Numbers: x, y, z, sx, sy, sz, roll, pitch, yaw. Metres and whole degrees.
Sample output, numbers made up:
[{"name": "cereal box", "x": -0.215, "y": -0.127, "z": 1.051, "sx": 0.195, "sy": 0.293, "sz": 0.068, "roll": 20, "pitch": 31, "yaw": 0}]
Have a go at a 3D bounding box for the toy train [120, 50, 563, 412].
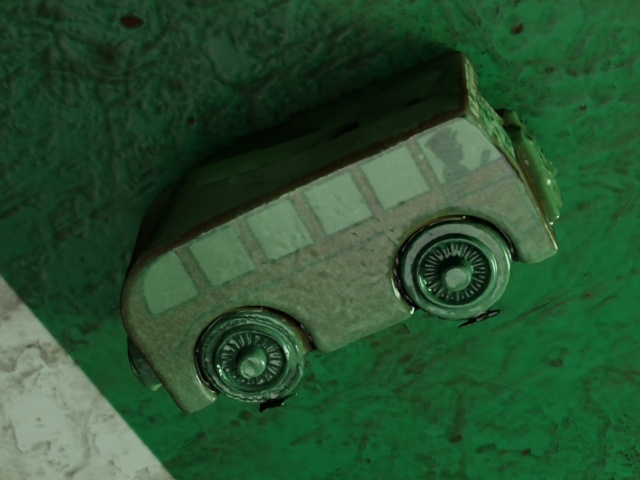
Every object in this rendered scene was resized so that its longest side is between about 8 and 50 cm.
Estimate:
[{"name": "toy train", "x": 0.000, "y": 0.000, "z": 1.099, "sx": 0.326, "sy": 0.129, "sz": 0.159, "roll": -24, "pitch": 111, "yaw": 14}]
